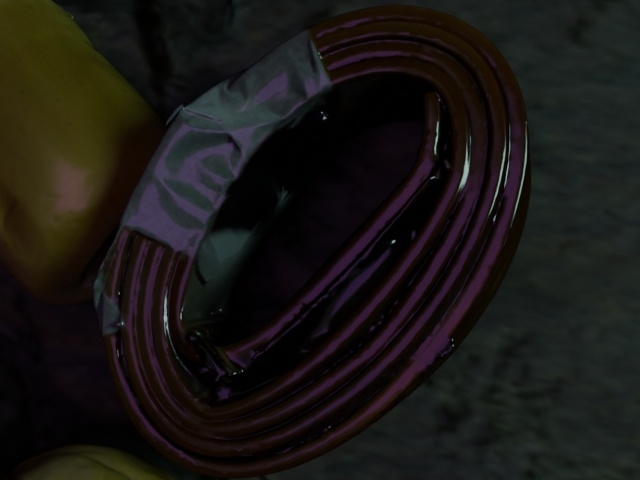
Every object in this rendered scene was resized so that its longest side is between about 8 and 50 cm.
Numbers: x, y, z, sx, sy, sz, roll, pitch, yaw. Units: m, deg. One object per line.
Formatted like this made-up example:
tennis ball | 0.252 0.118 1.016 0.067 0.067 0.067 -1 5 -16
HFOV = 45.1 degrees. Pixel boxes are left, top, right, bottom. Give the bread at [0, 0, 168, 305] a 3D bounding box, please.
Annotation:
bread | -0.168 -0.053 0.467 0.134 0.085 0.173 -44 79 9

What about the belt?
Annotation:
belt | 0.000 0.000 0.417 0.261 0.105 0.184 -46 77 8

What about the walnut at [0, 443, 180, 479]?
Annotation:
walnut | -0.113 0.210 0.410 0.159 0.159 0.207 -39 86 9
